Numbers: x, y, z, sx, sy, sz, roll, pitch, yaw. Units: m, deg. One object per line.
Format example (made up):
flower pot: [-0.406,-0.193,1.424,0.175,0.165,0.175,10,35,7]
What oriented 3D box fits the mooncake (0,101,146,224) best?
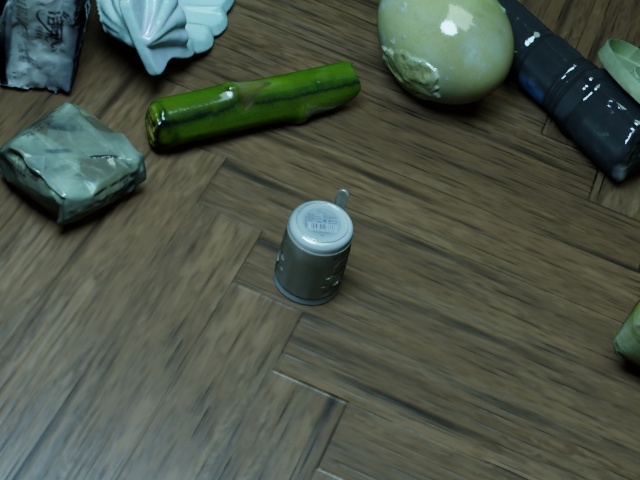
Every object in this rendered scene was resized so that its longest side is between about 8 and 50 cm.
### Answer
mooncake: [-0.274,-0.084,1.291,0.130,0.073,0.125,41,50,19]

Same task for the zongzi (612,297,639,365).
zongzi: [0.466,0.096,1.303,0.228,0.115,0.256,33,39,9]

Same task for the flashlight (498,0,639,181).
flashlight: [0.281,-0.245,1.546,0.103,0.103,0.424,-23,58,-29]

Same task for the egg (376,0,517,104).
egg: [0.153,-0.258,1.483,0.164,0.164,0.201,-20,56,-27]

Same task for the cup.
cup: [0.004,0.006,1.263,0.102,0.099,0.074,-30,63,-32]

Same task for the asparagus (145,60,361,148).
asparagus: [-0.080,-0.164,1.412,0.278,0.067,0.060,-14,28,-28]

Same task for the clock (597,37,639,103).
clock: [0.454,-0.178,1.497,0.235,0.029,0.235,30,25,-16]

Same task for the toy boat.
toy boat: [-0.196,-0.321,1.456,0.100,0.199,0.290,-8,37,21]

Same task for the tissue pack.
tissue pack: [-0.321,-0.368,1.407,0.123,0.245,0.332,7,50,-9]
